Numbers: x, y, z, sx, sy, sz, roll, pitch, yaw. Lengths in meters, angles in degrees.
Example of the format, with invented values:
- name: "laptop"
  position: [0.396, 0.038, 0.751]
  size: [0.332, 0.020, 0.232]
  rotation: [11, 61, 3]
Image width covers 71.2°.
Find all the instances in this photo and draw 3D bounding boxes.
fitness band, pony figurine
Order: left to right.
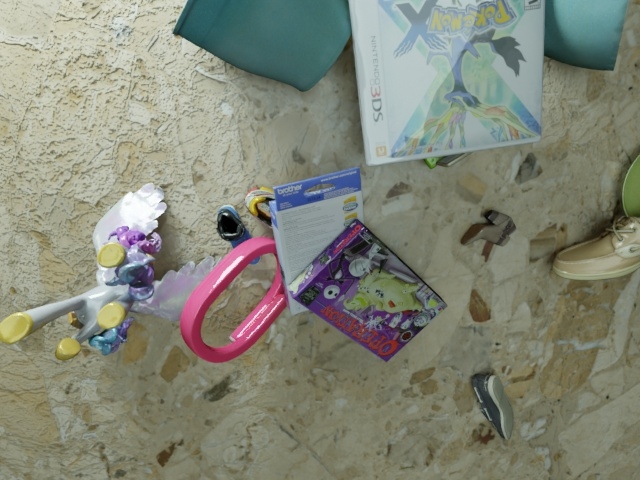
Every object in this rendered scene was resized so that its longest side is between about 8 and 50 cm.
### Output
- name: "pony figurine"
  position: [-0.392, 0.082, 0.891]
  size: [0.351, 0.363, 0.302]
  rotation: [-40, 97, -10]
- name: "fitness band"
  position: [-0.167, 0.123, 0.952]
  size: [0.291, 0.054, 0.209]
  rotation: [-49, 139, -19]

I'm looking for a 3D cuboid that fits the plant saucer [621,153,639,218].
- name: "plant saucer"
  position: [0.809, -0.127, 1.041]
  size: [0.241, 0.037, 0.240]
  rotation: [-1, 105, -3]

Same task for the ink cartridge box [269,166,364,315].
- name: "ink cartridge box"
  position: [0.000, 0.000, 0.938]
  size: [0.186, 0.065, 0.310]
  rotation: [-16, 125, -15]

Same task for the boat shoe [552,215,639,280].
- name: "boat shoe"
  position: [0.695, -0.006, 1.005]
  size: [0.341, 0.121, 0.110]
  rotation: [-19, 112, 11]

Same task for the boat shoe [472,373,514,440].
- name: "boat shoe"
  position: [0.449, 0.430, 1.162]
  size: [0.065, 0.075, 0.206]
  rotation: [-6, 117, 42]

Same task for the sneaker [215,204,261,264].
- name: "sneaker"
  position: [-0.181, -0.003, 0.982]
  size: [0.058, 0.084, 0.152]
  rotation: [-24, 105, 2]

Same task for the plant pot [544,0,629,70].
- name: "plant pot"
  position: [0.465, -0.469, 0.833]
  size: [0.196, 0.290, 0.290]
  rotation: [11, 106, 29]

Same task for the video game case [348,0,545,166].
- name: "video game case"
  position: [0.228, -0.302, 0.791]
  size: [0.329, 0.036, 0.299]
  rotation: [-9, 110, -1]

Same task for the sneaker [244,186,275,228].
- name: "sneaker"
  position: [-0.061, -0.041, 0.975]
  size: [0.226, 0.092, 0.088]
  rotation: [20, 102, -13]

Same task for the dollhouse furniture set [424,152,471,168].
- name: "dollhouse furniture set"
  position: [0.240, -0.316, 0.895]
  size: [0.198, 0.151, 0.301]
  rotation: [-32, 104, 5]

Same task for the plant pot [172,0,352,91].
- name: "plant pot"
  position: [-0.083, -0.416, 0.802]
  size: [0.255, 0.271, 0.271]
  rotation: [28, 101, -25]

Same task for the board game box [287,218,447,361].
- name: "board game box"
  position: [0.117, 0.126, 0.994]
  size: [0.208, 0.056, 0.347]
  rotation: [-43, 125, 11]

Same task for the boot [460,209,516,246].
- name: "boot"
  position: [0.398, -0.013, 1.044]
  size: [0.087, 0.042, 0.118]
  rotation: [36, 106, -20]
